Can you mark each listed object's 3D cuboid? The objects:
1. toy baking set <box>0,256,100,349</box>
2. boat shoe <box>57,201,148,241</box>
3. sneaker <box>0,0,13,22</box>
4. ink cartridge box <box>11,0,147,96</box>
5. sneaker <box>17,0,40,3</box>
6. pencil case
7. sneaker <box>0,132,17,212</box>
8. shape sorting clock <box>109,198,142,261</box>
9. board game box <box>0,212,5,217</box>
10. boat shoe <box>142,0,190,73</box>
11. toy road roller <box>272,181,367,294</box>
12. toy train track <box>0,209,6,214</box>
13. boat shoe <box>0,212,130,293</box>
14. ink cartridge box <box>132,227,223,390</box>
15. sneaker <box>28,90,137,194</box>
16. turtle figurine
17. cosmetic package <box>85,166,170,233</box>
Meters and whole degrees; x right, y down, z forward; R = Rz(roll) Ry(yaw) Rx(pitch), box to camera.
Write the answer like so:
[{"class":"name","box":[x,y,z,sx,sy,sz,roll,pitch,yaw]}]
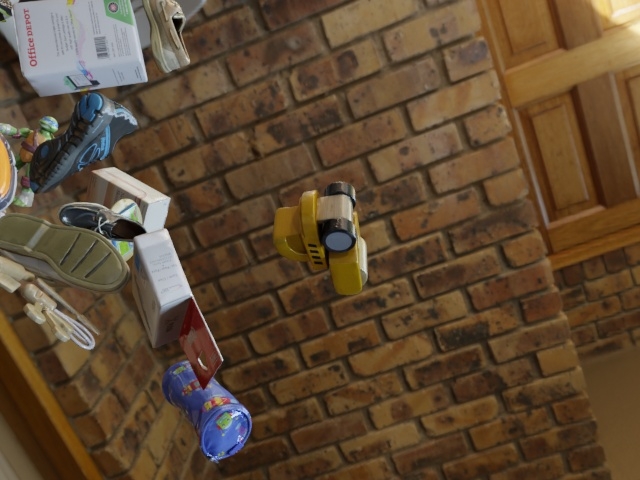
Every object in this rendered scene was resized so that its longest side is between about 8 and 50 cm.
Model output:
[{"class":"toy baking set","box":[-0.453,0.102,0.913,0.030,0.197,0.256,-44,171,-10]},{"class":"boat shoe","box":[-0.582,-0.046,1.530,0.233,0.084,0.079,18,-178,-31]},{"class":"sneaker","box":[-1.118,-0.783,1.857,0.097,0.084,0.234,-31,160,13]},{"class":"ink cartridge box","box":[-0.603,-0.496,1.435,0.278,0.202,0.117,-12,169,-11]},{"class":"sneaker","box":[-0.827,-0.834,1.750,0.169,0.258,0.447,7,151,-30]},{"class":"pencil case","box":[-0.259,0.376,1.278,0.119,0.133,0.306,-29,-156,-23]},{"class":"sneaker","box":[-0.452,-0.185,0.648,0.124,0.321,0.180,-23,162,-30]},{"class":"shape sorting clock","box":[-0.631,-0.031,1.808,0.040,0.206,0.206,10,-153,17]},{"class":"board game box","box":[-1.176,0.012,1.715,0.318,0.066,0.318,-6,-150,29]},{"class":"boat shoe","box":[-0.473,-0.685,1.765,0.110,0.341,0.121,-13,169,5]},{"class":"toy road roller","box":[0.000,0.000,1.649,0.240,0.330,0.203,-7,-133,10]},{"class":"toy train track","box":[-0.849,-0.092,1.467,0.014,0.048,0.083,-25,151,2]},{"class":"boat shoe","box":[-0.503,0.038,1.128,0.302,0.103,0.113,22,-124,14]},{"class":"ink cartridge box","box":[-0.285,0.154,1.084,0.066,0.261,0.296,-20,163,-25]},{"class":"sneaker","box":[-0.611,-0.223,1.448,0.340,0.125,0.139,-36,154,20]},{"class":"turtle figurine","box":[-0.864,-0.241,1.624,0.266,0.197,0.274,-62,-153,7]},{"class":"cosmetic package","box":[-0.750,-0.153,2.203,0.296,0.153,0.129,26,-157,16]}]
